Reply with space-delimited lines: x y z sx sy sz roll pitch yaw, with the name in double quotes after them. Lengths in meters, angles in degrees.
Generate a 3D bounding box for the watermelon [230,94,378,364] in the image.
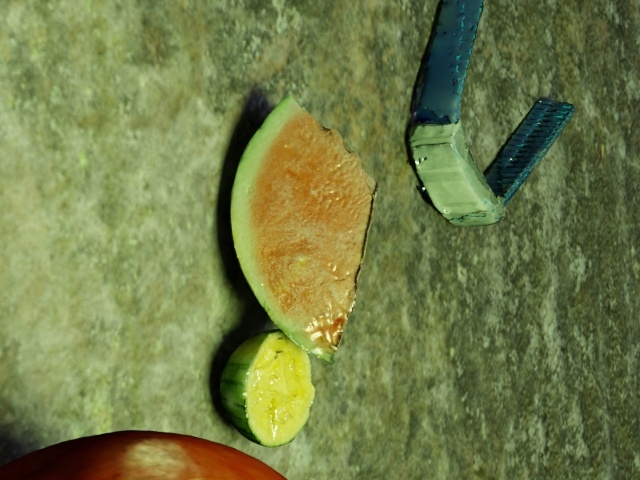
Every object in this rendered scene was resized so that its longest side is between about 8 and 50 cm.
-0.016 0.001 1.479 0.146 0.128 0.231 77 24 -75 "watermelon"

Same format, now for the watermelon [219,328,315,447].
-0.053 0.128 1.432 0.105 0.062 0.105 -14 108 -54 "watermelon"

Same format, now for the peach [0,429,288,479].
-0.135 0.313 1.044 0.388 0.388 0.388 5 84 -56 "peach"

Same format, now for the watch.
0.194 -0.129 1.827 0.276 0.068 0.274 48 45 -43 "watch"
